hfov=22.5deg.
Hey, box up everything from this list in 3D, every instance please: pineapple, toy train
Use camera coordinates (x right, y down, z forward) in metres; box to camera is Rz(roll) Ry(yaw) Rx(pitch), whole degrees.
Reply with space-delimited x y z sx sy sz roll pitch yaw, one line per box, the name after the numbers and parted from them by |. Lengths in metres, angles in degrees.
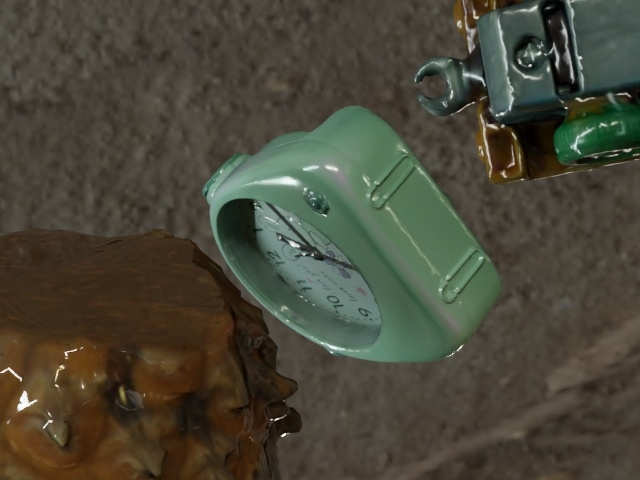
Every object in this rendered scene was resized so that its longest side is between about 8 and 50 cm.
-0.090 0.183 0.561 0.165 0.165 0.365 -1 104 -18 | pineapple
0.289 -0.150 1.237 0.429 0.178 0.249 -10 175 14 | toy train

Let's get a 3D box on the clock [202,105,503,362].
0.000 0.000 0.632 0.135 0.041 0.101 -5 128 55 | clock
